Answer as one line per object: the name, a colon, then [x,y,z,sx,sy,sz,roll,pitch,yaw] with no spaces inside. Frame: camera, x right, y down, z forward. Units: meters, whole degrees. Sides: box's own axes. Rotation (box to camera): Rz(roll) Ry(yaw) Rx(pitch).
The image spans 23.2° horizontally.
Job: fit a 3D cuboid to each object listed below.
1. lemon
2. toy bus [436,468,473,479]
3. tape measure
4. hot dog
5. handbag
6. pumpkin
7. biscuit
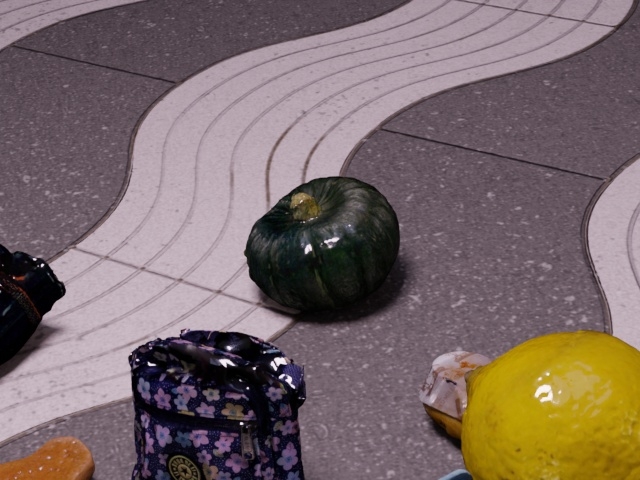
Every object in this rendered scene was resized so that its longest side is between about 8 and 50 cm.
lemon: [0.265,0.216,1.586,0.228,0.253,0.228,-35,6,4]
toy bus: [0.069,0.367,1.454,0.312,0.152,0.190,-23,36,-25]
tape measure: [-0.466,0.091,2.014,0.223,0.135,0.202,13,46,32]
hot dog: [0.222,0.201,1.784,0.252,0.069,0.131,24,33,35]
handbag: [-0.114,0.198,1.702,0.228,0.208,0.127,10,30,28]
pumpkin: [0.002,0.001,2.061,0.211,0.152,0.212,-8,27,4]
biscuit: [-0.399,0.307,1.724,0.324,0.049,0.205,-12,31,-12]
